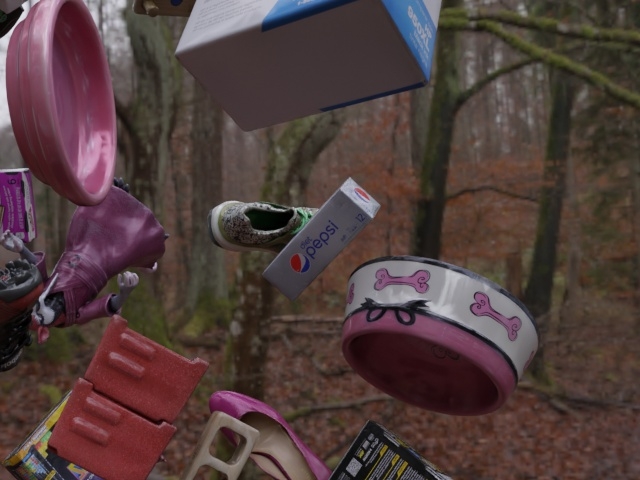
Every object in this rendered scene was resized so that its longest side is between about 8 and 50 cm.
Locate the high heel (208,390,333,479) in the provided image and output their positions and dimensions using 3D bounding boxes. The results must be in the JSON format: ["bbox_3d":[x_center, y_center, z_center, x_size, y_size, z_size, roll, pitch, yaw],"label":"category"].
[{"bbox_3d":[-0.112,0.451,1.808,0.377,0.127,0.181,32,-10,15],"label":"high heel"}]

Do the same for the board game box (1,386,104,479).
[{"bbox_3d":[-0.383,0.329,1.257,0.048,0.141,0.170,-34,13,33],"label":"board game box"}]

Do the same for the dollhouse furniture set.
[{"bbox_3d":[-0.114,0.247,0.946,0.374,0.152,0.201,30,-16,-9],"label":"dollhouse furniture set"}]

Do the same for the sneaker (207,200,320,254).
[{"bbox_3d":[-0.083,-0.033,2.156,0.410,0.158,0.182,1,-10,-32],"label":"sneaker"}]

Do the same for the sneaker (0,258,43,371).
[{"bbox_3d":[-0.460,0.117,1.169,0.276,0.135,0.097,-25,13,41],"label":"sneaker"}]

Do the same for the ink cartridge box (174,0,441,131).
[{"bbox_3d":[0.011,-0.367,1.080,0.285,0.395,0.166,-9,-38,31],"label":"ink cartridge box"}]

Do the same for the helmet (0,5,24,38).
[{"bbox_3d":[-0.777,-0.528,1.846,0.161,0.169,0.169,-38,-3,-5],"label":"helmet"}]

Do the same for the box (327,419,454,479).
[{"bbox_3d":[0.102,0.539,1.514,0.257,0.322,0.079,31,-4,43],"label":"box"}]

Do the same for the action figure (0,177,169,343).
[{"bbox_3d":[-0.481,0.057,1.606,0.248,0.370,0.276,35,-32,-3],"label":"action figure"}]

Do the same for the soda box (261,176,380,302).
[{"bbox_3d":[0.000,0.000,1.774,0.286,0.098,0.091,-48,2,27],"label":"soda box"}]

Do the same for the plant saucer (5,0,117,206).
[{"bbox_3d":[-0.402,-0.216,1.265,0.084,0.332,0.332,-5,-5,1],"label":"plant saucer"}]

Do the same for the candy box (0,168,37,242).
[{"bbox_3d":[-0.749,-0.071,1.765,0.233,0.159,0.071,-4,9,-3],"label":"candy box"}]

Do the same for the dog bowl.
[{"bbox_3d":[0.222,0.208,1.628,0.407,0.150,0.408,17,-31,11],"label":"dog bowl"}]

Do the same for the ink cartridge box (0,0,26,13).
[{"bbox_3d":[-0.695,-0.635,1.657,0.201,0.117,0.278,35,-27,10],"label":"ink cartridge box"}]

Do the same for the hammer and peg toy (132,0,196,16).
[{"bbox_3d":[-0.368,-0.776,2.418,0.361,0.127,0.266,-7,-43,-36],"label":"hammer and peg toy"}]
